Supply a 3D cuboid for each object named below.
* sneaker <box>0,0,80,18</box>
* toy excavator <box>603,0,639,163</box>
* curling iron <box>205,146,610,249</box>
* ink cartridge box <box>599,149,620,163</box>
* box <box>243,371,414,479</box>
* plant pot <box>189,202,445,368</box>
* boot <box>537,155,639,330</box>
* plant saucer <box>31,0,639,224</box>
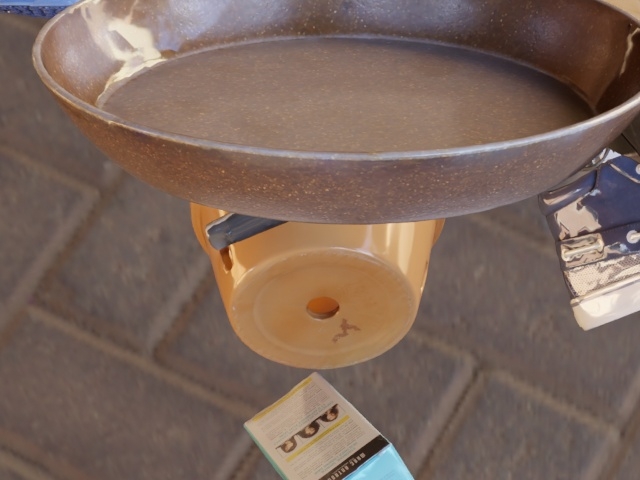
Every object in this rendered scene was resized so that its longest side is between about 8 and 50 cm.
[{"bbox_3d":[-0.309,-0.266,1.756,0.232,0.081,0.090,7,90,27],"label":"sneaker"},{"bbox_3d":[0.212,-0.250,0.887,0.445,0.222,0.433,-29,26,-18],"label":"toy excavator"},{"bbox_3d":[0.058,-0.044,1.113,0.274,0.035,0.068,-17,95,7],"label":"curling iron"},{"bbox_3d":[0.269,-0.001,1.386,0.056,0.181,0.224,-24,85,11],"label":"ink cartridge box"},{"bbox_3d":[0.007,0.217,1.837,0.100,0.060,0.244,-36,21,-6],"label":"box"},{"bbox_3d":[0.000,0.000,1.955,0.291,0.290,0.203,-5,46,3],"label":"plant pot"},{"bbox_3d":[0.204,-0.019,0.983,0.190,0.069,0.086,-25,83,35],"label":"boot"},{"bbox_3d":[0.007,-0.042,0.490,0.169,0.029,0.168,1,24,-1],"label":"plant saucer"}]
